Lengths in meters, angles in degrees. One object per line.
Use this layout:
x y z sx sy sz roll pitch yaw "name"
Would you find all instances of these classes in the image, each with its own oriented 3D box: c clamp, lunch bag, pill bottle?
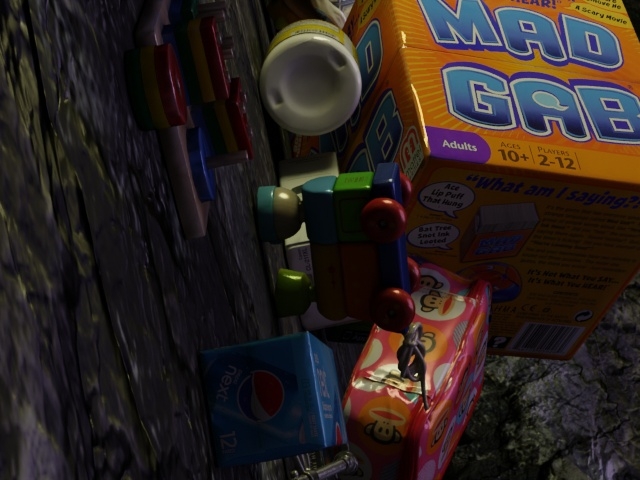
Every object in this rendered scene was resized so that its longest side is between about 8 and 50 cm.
-0.003 0.181 1.239 0.137 0.022 0.161 67 18 2 "c clamp"
0.107 0.199 1.687 0.293 0.120 0.258 -58 159 -44 "lunch bag"
-0.011 -0.202 1.735 0.208 0.119 0.119 -87 166 -75 "pill bottle"

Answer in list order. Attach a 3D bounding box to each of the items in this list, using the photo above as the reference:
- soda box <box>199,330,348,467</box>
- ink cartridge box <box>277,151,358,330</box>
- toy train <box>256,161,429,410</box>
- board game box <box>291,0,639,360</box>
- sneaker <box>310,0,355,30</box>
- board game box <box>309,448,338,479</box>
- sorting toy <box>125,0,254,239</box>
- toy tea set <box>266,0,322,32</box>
-0.025 0.104 0.932 0.210 0.067 0.071 54 25 -81 "soda box"
0.000 0.000 1.670 0.175 0.072 0.127 -97 177 -54 "ink cartridge box"
0.022 0.055 1.364 0.105 0.143 0.248 -70 155 -68 "toy train"
0.203 -0.099 1.870 0.356 0.356 0.356 117 -28 -45 "board game box"
0.033 -0.374 1.994 0.296 0.131 0.112 39 21 -41 "sneaker"
0.007 0.274 1.307 0.126 0.026 0.186 69 11 -66 "board game box"
-0.073 -0.092 0.910 0.274 0.046 0.132 -94 173 -67 "sorting toy"
-0.013 -0.288 2.125 0.200 0.124 0.336 46 25 0 "toy tea set"
